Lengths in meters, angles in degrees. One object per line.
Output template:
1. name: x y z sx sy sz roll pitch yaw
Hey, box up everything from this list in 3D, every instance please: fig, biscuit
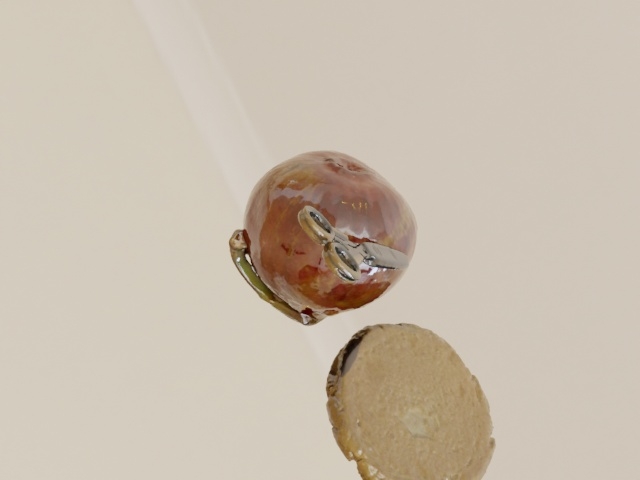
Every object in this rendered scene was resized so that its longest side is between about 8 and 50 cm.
1. fig: 0.001 0.000 1.994 0.205 0.205 0.205 25 -52 37
2. biscuit: 0.098 0.192 2.008 0.226 0.226 0.042 56 -44 8

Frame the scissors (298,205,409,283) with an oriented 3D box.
1. scissors: 0.044 0.012 1.803 0.017 0.220 0.088 -41 -110 16
